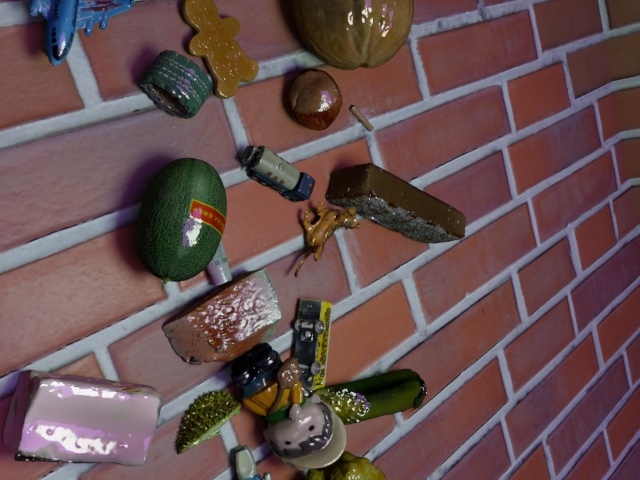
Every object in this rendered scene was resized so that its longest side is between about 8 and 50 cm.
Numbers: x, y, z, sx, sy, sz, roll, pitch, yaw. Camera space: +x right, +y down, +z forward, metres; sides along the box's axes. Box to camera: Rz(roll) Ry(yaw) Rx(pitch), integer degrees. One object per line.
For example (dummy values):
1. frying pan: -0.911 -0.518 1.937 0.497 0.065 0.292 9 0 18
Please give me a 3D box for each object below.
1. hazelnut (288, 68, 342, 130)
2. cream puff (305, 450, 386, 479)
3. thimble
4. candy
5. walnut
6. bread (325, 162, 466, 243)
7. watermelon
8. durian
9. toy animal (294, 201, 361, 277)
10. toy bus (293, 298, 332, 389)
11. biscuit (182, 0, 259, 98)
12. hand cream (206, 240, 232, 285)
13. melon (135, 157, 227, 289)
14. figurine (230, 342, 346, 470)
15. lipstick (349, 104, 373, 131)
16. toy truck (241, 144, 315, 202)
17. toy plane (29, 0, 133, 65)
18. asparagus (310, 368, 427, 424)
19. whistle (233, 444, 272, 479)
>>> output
1. hazelnut: -0.010 -0.359 1.543 0.143 0.143 0.154 -5 77 -39
2. cream puff: 0.033 0.648 1.501 0.185 0.282 0.281 35 66 -5
3. thimble: -0.310 -0.335 1.304 0.135 0.118 0.090 40 65 -31
4. candy: -0.457 0.349 1.183 0.265 0.116 0.155 19 77 -37
5. walnut: 0.079 -0.598 1.520 0.333 0.333 0.332 0 89 -39
6. bread: 0.223 -0.090 1.703 0.417 0.165 0.113 21 75 -36
7. watermelon: -0.224 0.192 1.387 0.257 0.140 0.192 -18 93 -30
8. durian: -0.246 0.404 1.396 0.215 0.086 0.100 -33 143 -31
9. toy animal: -0.006 -0.005 1.576 0.255 0.114 0.116 -50 161 -23
10. toy bus: -0.025 0.264 1.552 0.074 0.081 0.226 16 77 -60
11. biscuit: -0.243 -0.459 1.412 0.158 0.035 0.240 -43 115 -33
12. hand cream: -0.252 0.016 1.402 0.076 0.047 0.174 -21 94 -36
13. melon: -0.293 -0.035 1.275 0.182 0.182 0.287 23 74 -36
14. figurine: -0.080 0.397 1.454 0.185 0.204 0.332 -33 95 -2
15. lipstick: 0.117 -0.345 1.711 0.094 0.019 0.019 43 65 -29
16. toy truck: -0.103 -0.168 1.490 0.202 0.088 0.074 31 70 -35
17. toy plane: -0.495 -0.463 1.166 0.254 0.105 0.271 13 83 -37
18. asparagus: 0.123 0.432 1.648 0.382 0.128 0.108 -1 132 -37
19. whistle: -0.165 0.606 1.447 0.114 0.077 0.235 -13 92 -10
